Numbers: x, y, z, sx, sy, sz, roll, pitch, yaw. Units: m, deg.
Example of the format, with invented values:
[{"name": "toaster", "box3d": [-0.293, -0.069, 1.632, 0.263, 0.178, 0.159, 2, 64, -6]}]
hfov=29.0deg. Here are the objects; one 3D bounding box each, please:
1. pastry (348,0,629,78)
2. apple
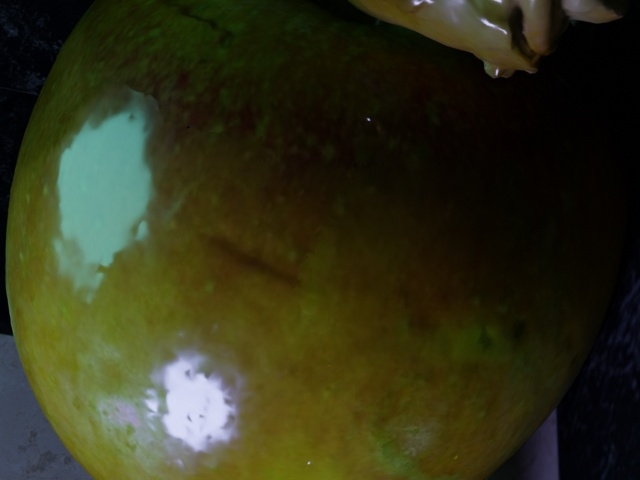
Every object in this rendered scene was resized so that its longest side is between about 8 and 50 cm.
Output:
[{"name": "pastry", "box3d": [0.132, -0.214, 0.562, 0.311, 0.162, 0.255, -41, 38, 34]}, {"name": "apple", "box3d": [0.000, 0.000, 0.749, 0.384, 0.374, 0.374, -40, -30, -57]}]
